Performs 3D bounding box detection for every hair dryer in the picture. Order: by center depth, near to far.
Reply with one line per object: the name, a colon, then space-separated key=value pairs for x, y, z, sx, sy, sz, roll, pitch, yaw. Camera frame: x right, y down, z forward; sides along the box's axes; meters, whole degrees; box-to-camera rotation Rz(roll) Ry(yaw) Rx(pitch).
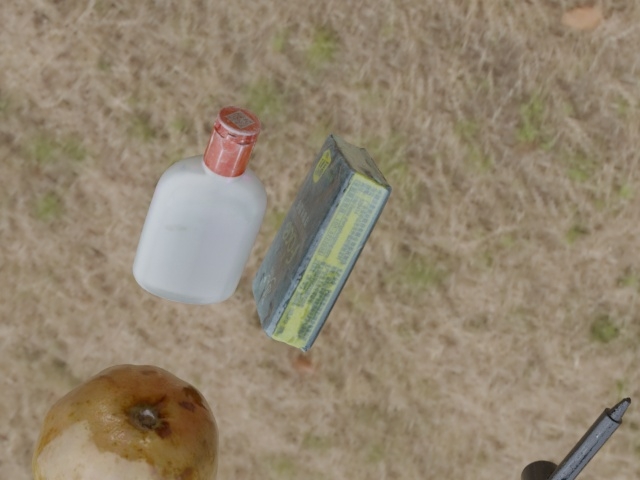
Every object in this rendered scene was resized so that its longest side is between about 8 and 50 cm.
hair dryer: x=0.387 y=0.335 z=1.656 sx=0.070 sy=0.128 sz=0.255 roll=27 pitch=119 yaw=-7

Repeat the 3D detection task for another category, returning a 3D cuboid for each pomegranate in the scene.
pomegranate: x=-0.200 y=0.231 z=1.164 sx=0.207 sy=0.207 sz=0.207 roll=15 pitch=139 yaw=13

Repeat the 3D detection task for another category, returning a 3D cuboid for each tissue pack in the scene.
tissue pack: x=0.000 y=0.000 z=1.517 sx=0.081 sy=0.185 sz=0.257 roll=23 pitch=105 yaw=-16

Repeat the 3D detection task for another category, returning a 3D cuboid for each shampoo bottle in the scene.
shampoo bottle: x=-0.106 y=-0.030 z=1.045 sx=0.108 sy=0.051 sz=0.220 roll=13 pitch=131 yaw=-14
